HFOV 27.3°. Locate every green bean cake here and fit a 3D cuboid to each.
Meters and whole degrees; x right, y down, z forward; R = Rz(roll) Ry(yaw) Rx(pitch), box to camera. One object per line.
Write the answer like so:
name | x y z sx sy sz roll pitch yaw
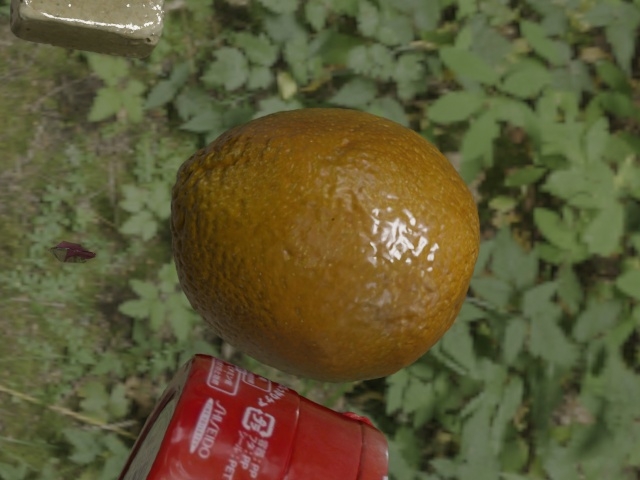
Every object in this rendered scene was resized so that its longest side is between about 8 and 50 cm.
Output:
green bean cake | -0.282 -0.292 1.595 0.179 0.085 0.109 7 73 -22

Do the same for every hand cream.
hand cream | -0.065 0.195 0.858 0.149 0.230 0.230 27 68 -6

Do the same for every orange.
orange | 0.000 0.000 1.522 0.322 0.357 0.322 17 90 -82

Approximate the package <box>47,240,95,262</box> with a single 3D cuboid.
package | -0.334 0.016 1.762 0.059 0.083 0.029 10 87 -15
